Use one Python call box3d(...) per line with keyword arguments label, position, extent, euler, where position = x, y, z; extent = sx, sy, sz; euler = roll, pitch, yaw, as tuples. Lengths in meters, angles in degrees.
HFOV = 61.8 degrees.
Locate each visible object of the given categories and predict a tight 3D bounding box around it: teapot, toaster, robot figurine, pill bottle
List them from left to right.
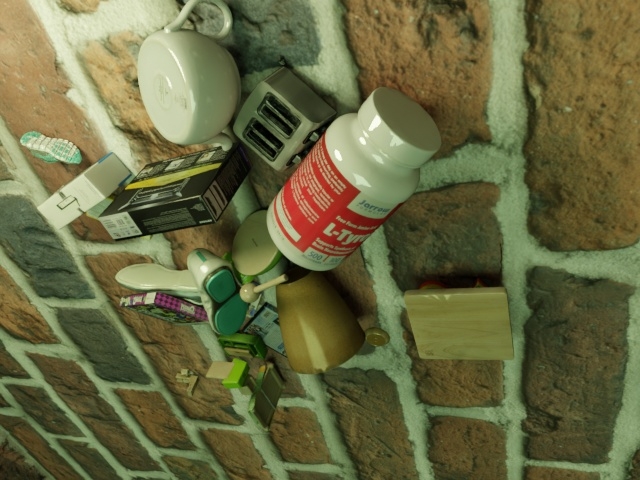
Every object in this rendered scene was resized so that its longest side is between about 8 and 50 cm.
box3d(label="teapot", position=(-0.255, -0.337, 1.139), extent=(0.256, 0.187, 0.252), euler=(-27, 89, 54))
box3d(label="robot figurine", position=(-0.238, 0.083, 1.566), extent=(0.115, 0.067, 0.101), euler=(39, 156, -18))
box3d(label="toaster", position=(-0.083, -0.268, 1.166), extent=(0.186, 0.110, 0.168), euler=(42, 132, -3))
box3d(label="pill bottle", position=(0.067, -0.126, 1.175), extent=(0.229, 0.229, 0.407), euler=(33, 132, -11))

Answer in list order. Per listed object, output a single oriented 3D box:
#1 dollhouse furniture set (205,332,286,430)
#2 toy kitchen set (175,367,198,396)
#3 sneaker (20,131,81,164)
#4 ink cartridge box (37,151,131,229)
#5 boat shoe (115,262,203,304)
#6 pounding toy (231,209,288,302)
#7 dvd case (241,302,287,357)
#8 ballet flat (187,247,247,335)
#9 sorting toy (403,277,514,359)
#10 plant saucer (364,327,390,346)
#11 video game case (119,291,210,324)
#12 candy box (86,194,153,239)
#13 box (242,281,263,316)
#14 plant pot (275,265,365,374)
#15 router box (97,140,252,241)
box3d(label="dollhouse furniture set", position=(-0.256, 0.483, 1.823), extent=(0.151, 0.197, 0.301), euler=(0, 134, 25))
box3d(label="toy kitchen set", position=(-0.523, 0.543, 2.054), extent=(0.083, 0.075, 0.068), euler=(6, 130, 8))
box3d(label="sneaker", position=(-0.728, -0.241, 1.466), extent=(0.167, 0.065, 0.076), euler=(22, 149, 3))
box3d(label="ink cartridge box", position=(-0.632, -0.133, 1.437), extent=(0.203, 0.148, 0.086), euler=(-26, 114, 26))
box3d(label="boat shoe", position=(-0.484, 0.147, 1.674), extent=(0.320, 0.116, 0.099), euler=(5, 127, 8))
box3d(label="pounding toy", position=(-0.133, 0.043, 1.426), extent=(0.183, 0.236, 0.110), euler=(-27, 146, 30))
box3d(label="dvd case", position=(-0.115, 0.315, 1.759), extent=(0.253, 0.022, 0.180), euler=(32, 133, -11))
box3d(label="ballet flat", position=(-0.297, 0.141, 1.539), extent=(0.139, 0.139, 0.400), euler=(12, 150, 8))
box3d(label="sorting toy", position=(0.381, 0.207, 1.454), extent=(0.257, 0.089, 0.255), euler=(-4, 128, 22))
box3d(label="plant saucer", position=(0.173, 0.303, 1.657), extent=(0.083, 0.015, 0.083), euler=(10, 132, 11))
box3d(label="video game case", position=(-0.483, 0.221, 1.701), extent=(0.210, 0.041, 0.232), euler=(-11, 151, 41))
box3d(label="candy box", position=(-0.587, -0.079, 1.569), extent=(0.206, 0.027, 0.105), euler=(22, 129, 0))
box3d(label="box", position=(-0.229, 0.178, 1.674), extent=(0.081, 0.028, 0.136), euler=(22, 135, -1))
box3d(label="plant pot", position=(-0.026, 0.204, 1.521), extent=(0.237, 0.237, 0.254), euler=(-13, 108, 28))
box3d(label="router box", position=(-0.349, -0.121, 1.309), extent=(0.309, 0.243, 0.081), euler=(-8, 126, 25))
